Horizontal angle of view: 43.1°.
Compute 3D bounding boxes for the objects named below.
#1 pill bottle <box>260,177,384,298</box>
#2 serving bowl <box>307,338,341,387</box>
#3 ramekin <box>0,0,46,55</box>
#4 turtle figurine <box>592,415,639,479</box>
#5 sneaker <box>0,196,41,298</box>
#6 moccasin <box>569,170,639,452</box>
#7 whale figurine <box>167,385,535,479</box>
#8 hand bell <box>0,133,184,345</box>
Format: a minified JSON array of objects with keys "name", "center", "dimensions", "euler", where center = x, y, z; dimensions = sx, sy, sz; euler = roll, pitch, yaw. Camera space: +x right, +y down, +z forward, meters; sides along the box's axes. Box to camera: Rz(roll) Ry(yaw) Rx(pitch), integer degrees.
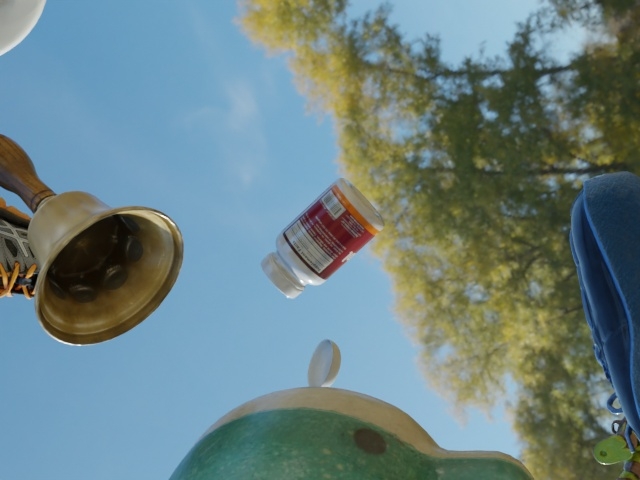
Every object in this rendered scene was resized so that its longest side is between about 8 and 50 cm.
[{"name":"pill bottle","center":[0.000,0.000,1.022],"dimensions":[0.086,0.152,0.086],"euler":[46,-169,-11]},{"name":"serving bowl","center":[0.010,0.198,1.273],"dimensions":[0.027,0.083,0.083],"euler":[21,-134,-21]},{"name":"ramekin","center":[-0.479,-0.354,1.017],"dimensions":[0.277,0.277,0.135],"euler":[32,-166,-46]},{"name":"turtle figurine","center":[0.496,0.303,1.269],"dimensions":[0.217,0.087,0.270],"euler":[-21,-76,-49]},{"name":"sneaker","center":[-0.272,0.021,0.745],"dimensions":[0.214,0.084,0.083],"euler":[18,-141,-4]},{"name":"moccasin","center":[0.349,0.096,0.836],"dimensions":[0.117,0.137,0.342],"euler":[89,174,-69]},{"name":"whale figurine","center":[0.036,0.195,0.389],"dimensions":[0.272,0.216,0.141],"euler":[33,-156,3]},{"name":"hand bell","center":[-0.233,-0.034,0.682],"dimensions":[0.242,0.126,0.126],"euler":[39,-168,34]}]
